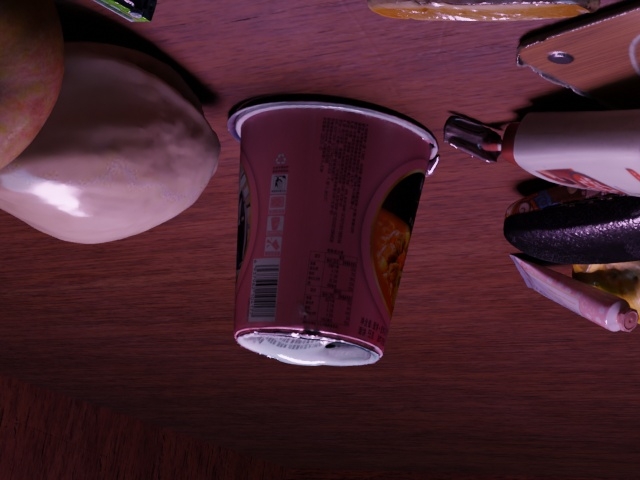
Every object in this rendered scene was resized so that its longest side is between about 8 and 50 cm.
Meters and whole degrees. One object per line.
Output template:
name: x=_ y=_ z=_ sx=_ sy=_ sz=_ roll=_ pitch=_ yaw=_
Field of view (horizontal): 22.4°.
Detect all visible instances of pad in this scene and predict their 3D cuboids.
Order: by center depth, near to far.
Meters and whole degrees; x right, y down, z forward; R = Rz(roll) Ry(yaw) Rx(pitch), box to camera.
pad: x=0.364 y=-0.158 z=1.468 sx=0.284 sy=0.018 sz=0.286 roll=20 pitch=159 yaw=-34

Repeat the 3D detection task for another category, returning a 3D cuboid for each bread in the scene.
bread: x=0.130 y=-0.210 z=1.325 sx=0.214 sy=0.053 sz=0.073 roll=6 pitch=179 yaw=35

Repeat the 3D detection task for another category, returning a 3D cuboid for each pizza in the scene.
pizza: x=0.407 y=0.062 z=2.078 sx=0.188 sy=0.080 sz=0.204 roll=2 pitch=161 yaw=24

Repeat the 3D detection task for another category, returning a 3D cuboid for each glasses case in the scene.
glasses case: x=0.345 y=-0.026 z=1.802 sx=0.122 sy=0.082 sz=0.321 roll=21 pitch=159 yaw=-39

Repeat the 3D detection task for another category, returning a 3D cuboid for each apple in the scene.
apple: x=-0.356 y=-0.170 z=1.416 sx=0.257 sy=0.257 sz=0.234 roll=17 pitch=-168 yaw=-25

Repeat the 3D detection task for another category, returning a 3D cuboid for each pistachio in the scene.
pistachio: x=-0.241 y=-0.105 z=1.671 sx=0.332 sy=0.208 sz=0.226 roll=17 pitch=120 yaw=-47

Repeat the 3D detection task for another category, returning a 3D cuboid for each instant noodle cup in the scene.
instant noodle cup: x=0.000 y=0.000 z=1.775 sx=0.244 sy=0.255 sz=0.244 roll=6 pitch=165 yaw=2

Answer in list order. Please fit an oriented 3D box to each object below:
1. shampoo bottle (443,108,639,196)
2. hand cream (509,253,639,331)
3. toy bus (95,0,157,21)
shampoo bottle: x=0.256 y=-0.090 z=1.617 sx=0.153 sy=0.071 sz=0.284 roll=21 pitch=170 yaw=-42
hand cream: x=0.325 y=0.070 z=2.087 sx=0.210 sy=0.043 sz=0.067 roll=26 pitch=157 yaw=51
toy bus: x=-0.190 y=-0.229 z=1.490 sx=0.037 sy=0.031 sz=0.083 roll=6 pitch=167 yaw=44
